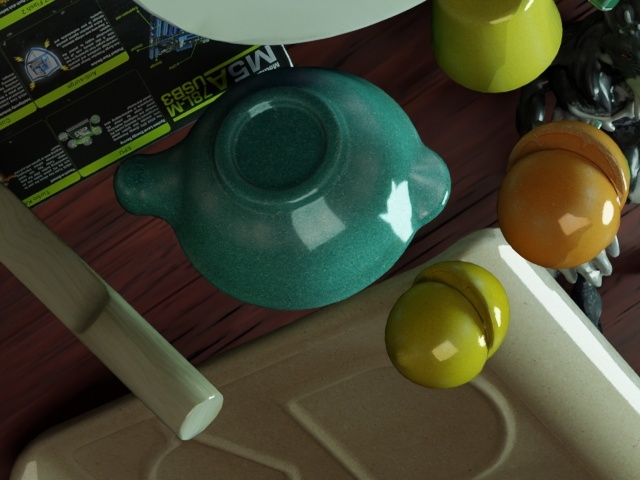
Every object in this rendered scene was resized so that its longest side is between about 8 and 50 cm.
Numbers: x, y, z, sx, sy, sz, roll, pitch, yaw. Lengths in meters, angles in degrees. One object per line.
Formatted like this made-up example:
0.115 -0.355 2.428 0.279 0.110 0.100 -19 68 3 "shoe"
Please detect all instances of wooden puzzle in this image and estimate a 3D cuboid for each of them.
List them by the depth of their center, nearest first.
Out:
0.044 0.151 1.134 0.348 0.080 0.322 -28 123 26 "wooden puzzle"

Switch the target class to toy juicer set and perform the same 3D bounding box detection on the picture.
0.000 0.000 0.955 0.329 0.209 0.089 -26 156 -1 "toy juicer set"

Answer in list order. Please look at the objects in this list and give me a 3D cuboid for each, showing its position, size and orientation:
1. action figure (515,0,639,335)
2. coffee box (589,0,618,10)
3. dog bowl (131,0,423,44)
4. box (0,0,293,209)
0.182 -0.032 1.070 0.164 0.141 0.276 -14 126 -6 "action figure"
0.162 -0.222 0.976 0.113 0.040 0.184 39 105 8 "coffee box"
-0.002 -0.216 0.837 0.265 0.104 0.265 -19 143 -15 "dog bowl"
-0.136 -0.122 0.977 0.190 0.045 0.184 -29 126 1 "box"
